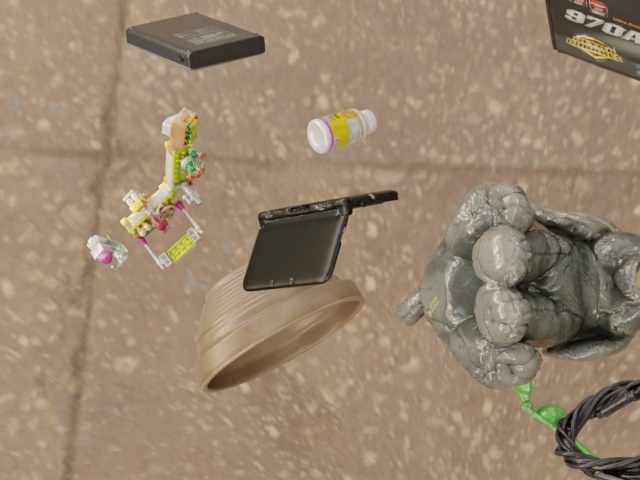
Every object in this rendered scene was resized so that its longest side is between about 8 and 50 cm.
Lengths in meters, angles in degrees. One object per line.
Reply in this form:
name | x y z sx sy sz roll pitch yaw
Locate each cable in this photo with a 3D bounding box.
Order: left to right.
cable | 0.373 0.233 1.646 0.184 0.047 0.151 11 62 52

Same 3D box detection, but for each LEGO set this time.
LEGO set | -0.223 -0.058 1.988 0.107 0.132 0.287 50 116 26

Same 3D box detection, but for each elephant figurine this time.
elephant figurine | 0.217 0.039 1.078 0.239 0.169 0.186 -3 34 -23

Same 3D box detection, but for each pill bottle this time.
pill bottle | 0.028 -0.137 1.619 0.083 0.043 0.043 -19 70 -33

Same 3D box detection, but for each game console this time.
game console | 0.000 0.000 1.186 0.122 0.107 0.071 -7 93 48

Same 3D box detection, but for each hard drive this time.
hard drive | -0.135 -0.215 1.413 0.094 0.022 0.135 -19 30 -31

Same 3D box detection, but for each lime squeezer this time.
lime squeezer | 0.323 0.211 1.790 0.109 0.059 0.310 -20 79 -9

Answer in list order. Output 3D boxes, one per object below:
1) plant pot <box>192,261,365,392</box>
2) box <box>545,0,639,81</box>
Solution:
plant pot | -0.070 0.091 1.691 0.237 0.237 0.110 -29 76 -2
box | 0.327 -0.210 1.275 0.220 0.175 0.051 25 76 22
